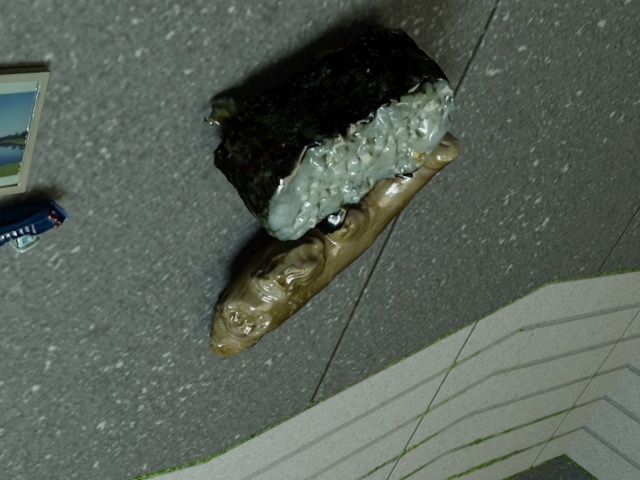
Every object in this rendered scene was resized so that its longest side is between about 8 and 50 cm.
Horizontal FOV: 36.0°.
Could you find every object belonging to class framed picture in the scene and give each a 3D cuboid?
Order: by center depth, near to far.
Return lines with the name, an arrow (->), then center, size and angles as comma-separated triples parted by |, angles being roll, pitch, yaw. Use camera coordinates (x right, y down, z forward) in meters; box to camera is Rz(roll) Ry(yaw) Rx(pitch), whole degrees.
framed picture -> -0.264, -0.068, 0.677 | 0.149, 0.011, 0.109 | -13, 138, -41

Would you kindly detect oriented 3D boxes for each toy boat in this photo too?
toy boat -> -0.234, -0.007, 0.763 | 0.083, 0.038, 0.038 | -24, 144, -31

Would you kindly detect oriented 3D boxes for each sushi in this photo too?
sushi -> 0.013, -0.094, 0.876 | 0.212, 0.115, 0.147 | -36, 147, -14

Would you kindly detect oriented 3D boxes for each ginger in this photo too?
ginger -> -0.002, 0.002, 1.001 | 0.333, 0.080, 0.166 | -45, -176, 5
